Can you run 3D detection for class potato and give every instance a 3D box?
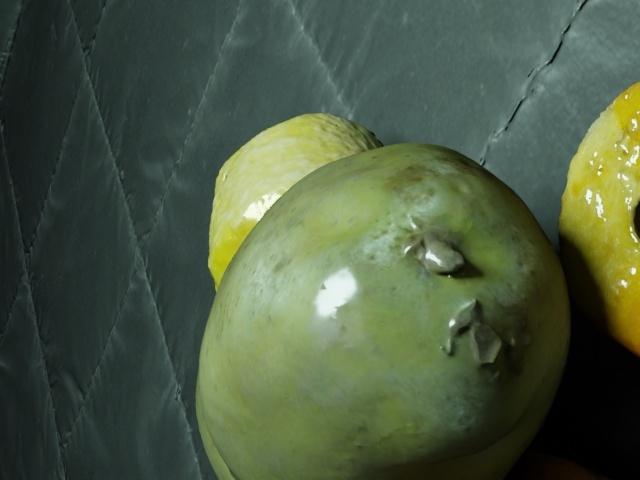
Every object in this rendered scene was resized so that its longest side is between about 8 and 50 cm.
[{"bbox_3d":[0.035,0.072,0.716,0.326,0.221,0.243,116,165,-45],"label":"potato"}]

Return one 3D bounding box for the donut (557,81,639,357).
[{"bbox_3d":[0.220,-0.010,0.606,0.190,0.075,0.174,175,97,-65],"label":"donut"}]

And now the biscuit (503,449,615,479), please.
[{"bbox_3d":[0.121,0.344,0.650,0.350,0.078,0.455,-48,33,48],"label":"biscuit"}]

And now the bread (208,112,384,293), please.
[{"bbox_3d":[-0.003,0.001,0.916,0.170,0.197,0.197,-100,29,-48],"label":"bread"}]
